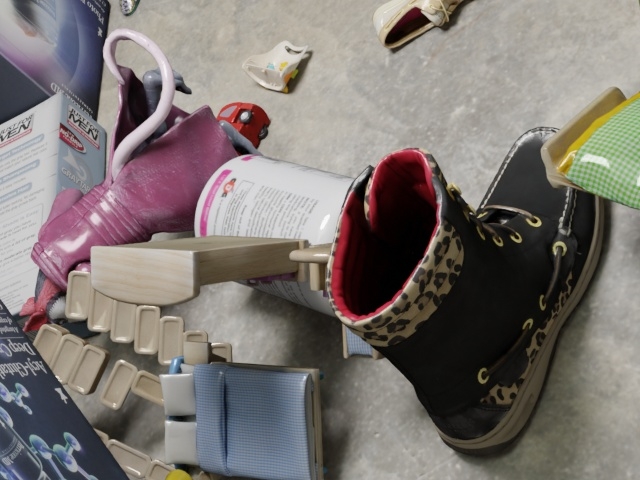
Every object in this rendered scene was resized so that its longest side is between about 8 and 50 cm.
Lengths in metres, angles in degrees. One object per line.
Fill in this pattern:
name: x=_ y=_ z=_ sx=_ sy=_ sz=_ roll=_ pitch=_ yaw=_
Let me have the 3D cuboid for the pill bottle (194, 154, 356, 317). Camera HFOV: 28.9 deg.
pill bottle: x=0.000 y=0.000 z=1.447 sx=0.283 sy=0.160 sz=0.160 roll=17 pitch=72 yaw=42

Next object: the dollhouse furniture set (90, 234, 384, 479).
dollhouse furniture set: x=-0.082 y=0.153 z=1.290 sx=0.286 sy=0.198 sz=0.303 roll=2 pitch=96 yaw=34

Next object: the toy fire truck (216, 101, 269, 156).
toy fire truck: x=-0.164 y=-0.108 z=1.719 sx=0.135 sy=0.047 sz=0.192 roll=11 pitch=68 yaw=40

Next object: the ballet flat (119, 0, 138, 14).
ballet flat: x=-0.318 y=-0.427 z=2.055 sx=0.041 sy=0.041 sz=0.114 roll=-9 pitch=57 yaw=32

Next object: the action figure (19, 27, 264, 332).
action figure: x=-0.248 y=-0.026 z=1.547 sx=0.248 sy=0.276 sz=0.370 roll=39 pitch=81 yaw=30

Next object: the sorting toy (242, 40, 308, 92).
sorting toy: x=-0.053 y=-0.251 z=1.745 sx=0.083 sy=0.045 sz=0.075 roll=20 pitch=66 yaw=43

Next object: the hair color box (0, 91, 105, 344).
hair color box: x=-0.418 y=-0.015 z=1.796 sx=0.185 sy=0.113 sz=0.374 roll=-23 pitch=51 yaw=22

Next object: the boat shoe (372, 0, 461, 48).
boat shoe: x=0.146 y=-0.305 z=1.625 sx=0.170 sy=0.063 sz=0.059 roll=-30 pitch=49 yaw=29

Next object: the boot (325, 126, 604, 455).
boot: x=0.153 y=-0.004 z=1.250 sx=0.138 sy=0.284 sz=0.377 roll=9 pitch=67 yaw=39

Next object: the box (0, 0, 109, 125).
box: x=-0.492 y=-0.325 z=1.934 sx=0.183 sy=0.296 sz=0.294 roll=-18 pitch=53 yaw=25

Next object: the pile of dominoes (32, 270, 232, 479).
pile of dominoes: x=-0.228 y=0.169 z=1.492 sx=0.251 sy=0.040 sz=0.196 roll=25 pitch=90 yaw=7

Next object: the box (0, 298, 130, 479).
box: x=-0.386 y=0.262 z=1.339 sx=0.212 sy=0.293 sz=0.395 roll=-39 pitch=81 yaw=7

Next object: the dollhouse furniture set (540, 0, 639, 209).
dollhouse furniture set: x=0.369 y=-0.167 z=1.224 sx=0.197 sy=0.151 sz=0.301 roll=21 pitch=50 yaw=42
